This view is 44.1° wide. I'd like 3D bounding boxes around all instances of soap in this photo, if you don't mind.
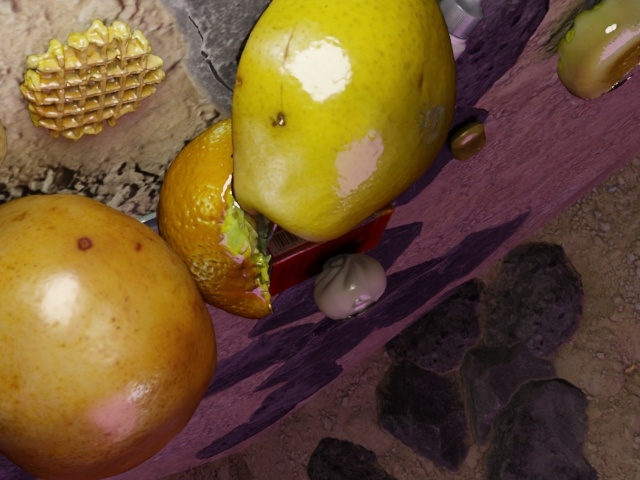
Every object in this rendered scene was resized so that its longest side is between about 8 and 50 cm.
[{"bbox_3d":[0.337,-0.228,1.808,0.089,0.045,0.140,-31,162,6],"label":"soap"}]

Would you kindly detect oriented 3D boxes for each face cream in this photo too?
[{"bbox_3d":[0.169,-0.303,1.299,0.092,0.092,0.311,-13,153,-44],"label":"face cream"}]

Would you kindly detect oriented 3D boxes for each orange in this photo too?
[{"bbox_3d":[-0.146,-0.035,1.239,0.196,0.262,0.334,6,150,17],"label":"orange"}]

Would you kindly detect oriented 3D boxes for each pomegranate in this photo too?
[{"bbox_3d":[-0.357,0.141,1.082,0.417,0.416,0.416,-28,161,-11],"label":"pomegranate"}]

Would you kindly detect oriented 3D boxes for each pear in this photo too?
[{"bbox_3d":[0.059,-0.174,1.050,0.340,0.191,0.386,10,101,-55],"label":"pear"}]

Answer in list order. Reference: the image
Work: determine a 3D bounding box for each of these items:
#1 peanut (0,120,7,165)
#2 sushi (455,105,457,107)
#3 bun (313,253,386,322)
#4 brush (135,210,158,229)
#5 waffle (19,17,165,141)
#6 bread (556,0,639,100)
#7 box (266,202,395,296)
[{"bbox_3d":[-0.396,-0.134,0.861,0.100,0.099,0.214,-24,165,-23],"label":"peanut"},{"bbox_3d":[0.181,-0.209,1.606,0.192,0.050,0.215,-41,159,24],"label":"sushi"},{"bbox_3d":[0.057,0.091,1.775,0.173,0.119,0.173,-30,-164,10],"label":"bun"},{"bbox_3d":[-0.351,0.008,1.308,0.297,0.060,0.068,-21,156,-28],"label":"brush"},{"bbox_3d":[-0.277,-0.192,0.966,0.191,0.038,0.191,-29,160,-12],"label":"waffle"},{"bbox_3d":[0.564,-0.409,1.578,0.156,0.158,0.261,7,139,-46],"label":"bread"},{"bbox_3d":[-0.001,0.001,1.785,0.314,0.089,0.197,-24,159,-19],"label":"box"}]
